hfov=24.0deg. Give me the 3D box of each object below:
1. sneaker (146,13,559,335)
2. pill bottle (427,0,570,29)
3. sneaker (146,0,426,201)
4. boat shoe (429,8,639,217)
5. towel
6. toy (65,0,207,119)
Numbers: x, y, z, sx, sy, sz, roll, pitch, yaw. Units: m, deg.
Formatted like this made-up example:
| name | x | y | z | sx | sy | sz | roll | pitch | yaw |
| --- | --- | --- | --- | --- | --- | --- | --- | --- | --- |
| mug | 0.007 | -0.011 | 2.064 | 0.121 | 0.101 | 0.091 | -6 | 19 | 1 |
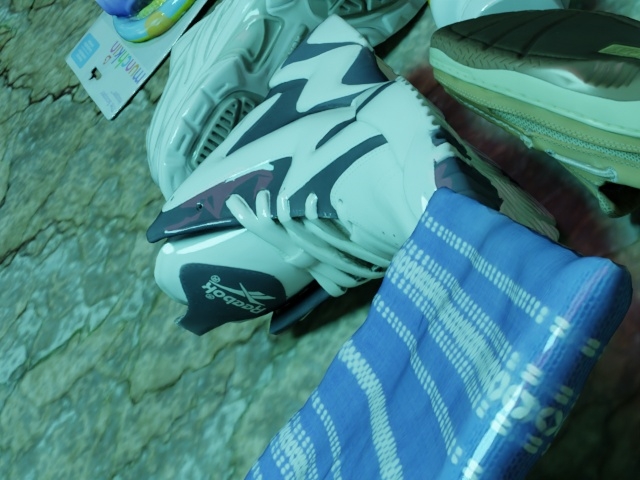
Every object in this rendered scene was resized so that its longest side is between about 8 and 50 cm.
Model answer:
| name | x | y | z | sx | sy | sz | roll | pitch | yaw |
| --- | --- | --- | --- | --- | --- | --- | --- | --- | --- |
| sneaker | 0.000 | 0.000 | 0.647 | 0.153 | 0.094 | 0.235 | -48 | 32 | 8 |
| pill bottle | 0.079 | -0.123 | 0.698 | 0.065 | 0.065 | 0.116 | -37 | 34 | 21 |
| sneaker | -0.026 | -0.118 | 0.805 | 0.232 | 0.090 | 0.115 | -53 | 29 | -5 |
| boat shoe | 0.109 | -0.042 | 0.574 | 0.068 | 0.072 | 0.190 | -22 | 26 | -25 |
| towel | -0.043 | 0.128 | 0.423 | 0.336 | 0.040 | 0.243 | -54 | 4 | 4 |
| toy | -0.100 | -0.206 | 1.011 | 0.237 | 0.056 | 0.137 | -48 | 31 | 4 |
